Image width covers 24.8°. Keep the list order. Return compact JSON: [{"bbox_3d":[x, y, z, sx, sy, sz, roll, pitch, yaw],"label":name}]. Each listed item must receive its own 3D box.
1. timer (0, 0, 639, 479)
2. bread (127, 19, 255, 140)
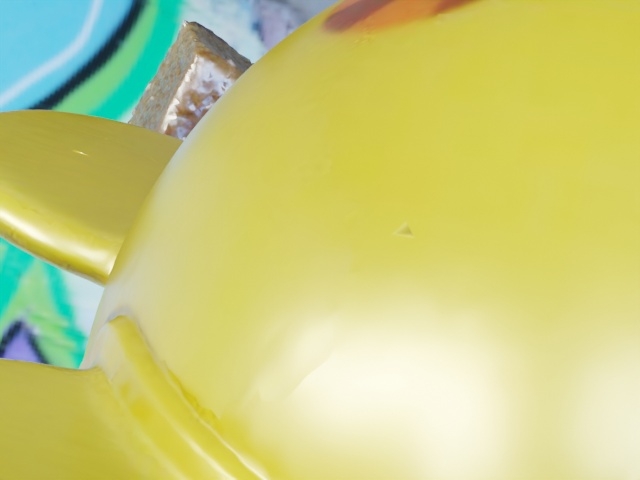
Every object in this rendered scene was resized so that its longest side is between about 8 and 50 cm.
[{"bbox_3d":[0.048,0.064,0.452,0.386,0.376,0.376,14,155,-10],"label":"timer"},{"bbox_3d":[0.044,0.019,1.030,0.416,0.165,0.113,29,-168,-22],"label":"bread"}]
